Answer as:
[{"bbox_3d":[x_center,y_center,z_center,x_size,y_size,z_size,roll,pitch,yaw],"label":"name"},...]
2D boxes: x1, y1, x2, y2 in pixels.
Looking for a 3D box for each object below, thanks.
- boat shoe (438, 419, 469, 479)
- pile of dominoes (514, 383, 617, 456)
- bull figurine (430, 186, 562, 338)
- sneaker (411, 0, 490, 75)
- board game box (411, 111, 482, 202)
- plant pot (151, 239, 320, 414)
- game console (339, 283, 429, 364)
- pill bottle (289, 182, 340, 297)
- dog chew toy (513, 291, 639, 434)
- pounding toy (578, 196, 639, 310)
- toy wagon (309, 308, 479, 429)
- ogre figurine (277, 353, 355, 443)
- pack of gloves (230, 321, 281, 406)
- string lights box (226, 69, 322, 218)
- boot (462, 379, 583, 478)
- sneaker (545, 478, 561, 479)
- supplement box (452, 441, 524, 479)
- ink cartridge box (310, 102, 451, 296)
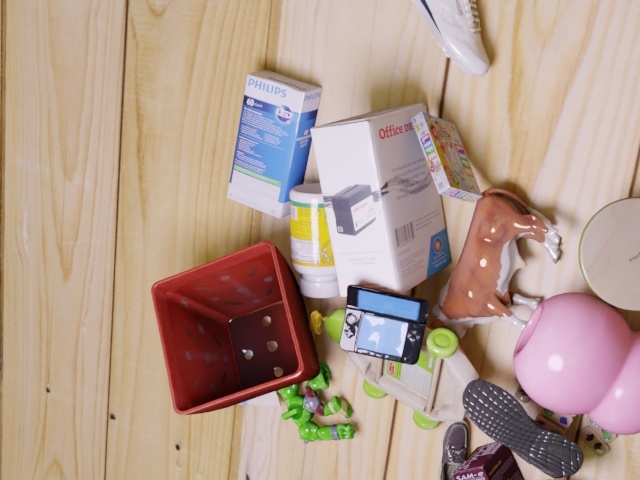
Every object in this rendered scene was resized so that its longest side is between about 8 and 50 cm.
[{"bbox_3d":[0.262,0.418,1.953,0.056,0.049,0.152,1,115,-4],"label":"boat shoe"},{"bbox_3d":[0.468,0.252,1.801,0.196,0.040,0.251,31,117,20],"label":"pile of dominoes"},{"bbox_3d":[0.312,0.064,1.806,0.188,0.101,0.310,22,116,20],"label":"bull figurine"},{"bbox_3d":[0.232,-0.392,1.738,0.094,0.090,0.235,-33,87,23],"label":"sneaker"},{"bbox_3d":[0.221,-0.145,1.766,0.026,0.103,0.154,-33,62,33],"label":"board game box"},{"bbox_3d":[-0.137,0.188,1.975,0.267,0.236,0.267,-21,69,16],"label":"plant pot"},{"bbox_3d":[0.108,0.146,1.739,0.144,0.085,0.124,12,92,8],"label":"game console"},{"bbox_3d":[0.000,0.000,1.959,0.117,0.117,0.209,7,107,29],"label":"pill bottle"},{"bbox_3d":[0.492,0.226,1.674,0.331,0.206,0.207,28,117,3],"label":"dog chew toy"},{"bbox_3d":[0.537,0.019,1.675,0.236,0.110,0.183,-4,91,2],"label":"pounding toy"},{"bbox_3d":[0.135,0.213,1.913,0.344,0.068,0.267,29,144,21],"label":"toy wagon"},{"bbox_3d":[-0.018,0.331,2.076,0.118,0.097,0.197,-30,99,21],"label":"ogre figurine"},{"bbox_3d":[-0.187,0.269,2.200,0.232,0.046,0.195,-10,102,40],"label":"pack of gloves"},{"bbox_3d":[-0.093,-0.190,1.985,0.133,0.076,0.260,22,114,23],"label":"string lights box"},{"bbox_3d":[0.349,0.352,1.821,0.246,0.161,0.083,35,76,8],"label":"boot"},{"bbox_3d":[0.524,0.550,1.775,0.340,0.140,0.125,16,150,32],"label":"sneaker"},{"bbox_3d":[0.346,0.512,1.891,0.073,0.130,0.239,-23,90,33],"label":"supplement box"},{"bbox_3d":[0.113,-0.076,1.808,0.129,0.223,0.308,-4,102,33],"label":"ink cartridge box"}]
